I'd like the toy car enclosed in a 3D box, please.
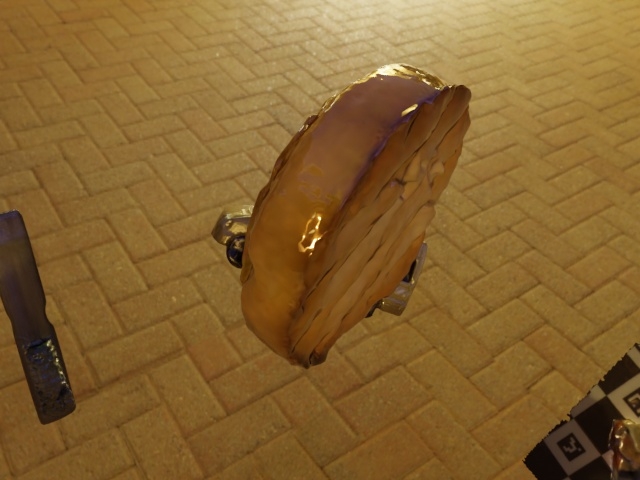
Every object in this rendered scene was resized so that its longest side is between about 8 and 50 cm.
[{"bbox_3d":[0.000,0.000,0.729,0.256,0.124,0.101,23,8,-9],"label":"toy car"}]

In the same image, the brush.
[{"bbox_3d":[-0.239,0.070,0.483,0.034,0.190,0.027,-18,21,-32],"label":"brush"}]

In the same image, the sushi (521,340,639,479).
[{"bbox_3d":[0.317,0.224,0.521,0.040,0.193,0.210,9,32,-46],"label":"sushi"}]

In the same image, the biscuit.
[{"bbox_3d":[0.031,-0.025,0.550,0.102,0.296,0.296,33,46,19],"label":"biscuit"}]
